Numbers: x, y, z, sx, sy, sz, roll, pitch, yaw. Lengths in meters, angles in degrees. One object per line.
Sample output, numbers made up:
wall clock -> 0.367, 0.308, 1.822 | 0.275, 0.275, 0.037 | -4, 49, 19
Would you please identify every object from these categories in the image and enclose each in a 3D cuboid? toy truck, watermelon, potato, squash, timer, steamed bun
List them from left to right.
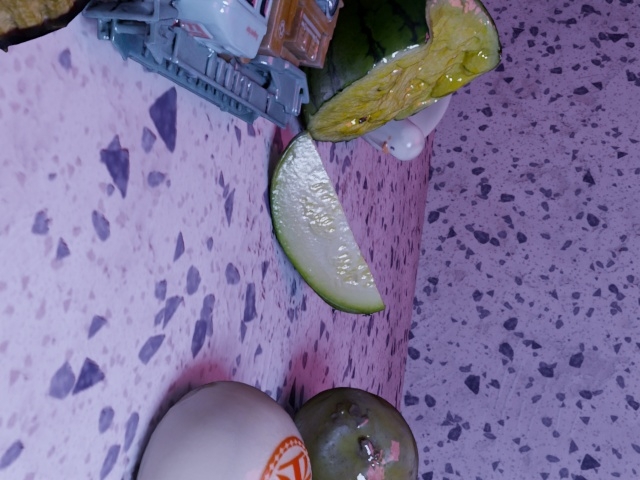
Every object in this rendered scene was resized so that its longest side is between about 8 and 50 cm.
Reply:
toy truck -> -0.082, -0.218, 0.588 | 0.338, 0.133, 0.184 | -9, 112, -76
steamed bun -> -0.086, 0.268, 0.654 | 0.232, 0.145, 0.231 | 4, 90, -74
squash -> 0.000, 0.000, 0.935 | 0.288, 0.111, 0.203 | 64, 1, -66
potato -> 0.044, 0.359, 0.991 | 0.326, 0.221, 0.243 | 77, 29, -77
watermelon -> 0.102, -0.297, 0.970 | 0.331, 0.331, 0.189 | 14, 58, -74
timer -> 0.173, -0.278, 1.253 | 0.233, 0.240, 0.233 | -26, 141, -23

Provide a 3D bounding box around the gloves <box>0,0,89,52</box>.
gloves -> -0.155, -0.231, 0.212 | 0.356, 0.155, 0.203 | 114, -19, -55
